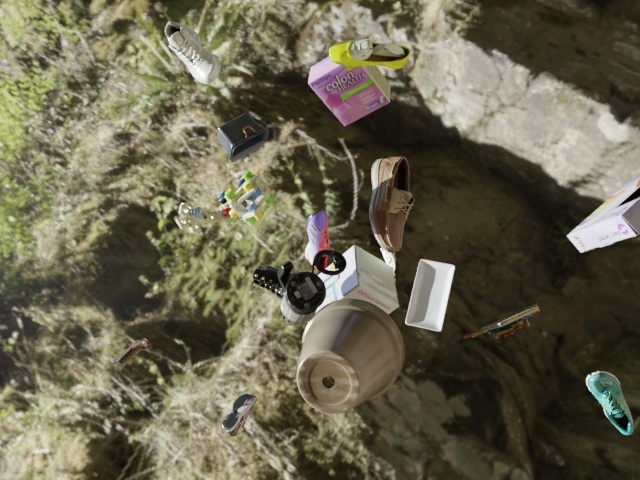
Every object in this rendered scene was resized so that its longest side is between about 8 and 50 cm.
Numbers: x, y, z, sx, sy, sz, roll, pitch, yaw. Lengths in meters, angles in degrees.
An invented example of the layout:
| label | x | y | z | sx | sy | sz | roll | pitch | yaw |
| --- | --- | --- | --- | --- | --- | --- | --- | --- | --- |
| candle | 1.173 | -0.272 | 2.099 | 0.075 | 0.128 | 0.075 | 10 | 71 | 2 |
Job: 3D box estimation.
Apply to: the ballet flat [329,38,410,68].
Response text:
| label | x | y | z | sx | sy | sz | roll | pitch | yaw |
| --- | --- | --- | --- | --- | --- | --- | --- | --- | --- |
| ballet flat | 0.139 | -0.509 | 1.664 | 0.231 | 0.077 | 0.077 | -1 | -98 | -22 |

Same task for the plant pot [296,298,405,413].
| label | x | y | z | sx | sy | sz | roll | pitch | yaw |
| --- | --- | --- | --- | --- | --- | --- | --- | --- | --- |
| plant pot | 0.063 | 0.362 | 1.826 | 0.323 | 0.323 | 0.280 | -69 | -14 | 18 |

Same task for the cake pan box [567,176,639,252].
| label | x | y | z | sx | sy | sz | roll | pitch | yaw |
| --- | --- | --- | --- | --- | --- | --- | --- | --- | --- |
| cake pan box | 0.772 | -0.084 | 1.526 | 0.246 | 0.070 | 0.267 | -41 | -4 | -10 |

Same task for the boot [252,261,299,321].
| label | x | y | z | sx | sy | sz | roll | pitch | yaw |
| --- | --- | --- | --- | --- | --- | --- | --- | --- | --- |
| boot | -0.146 | 0.165 | 2.024 | 0.236 | 0.179 | 0.085 | -69 | -3 | -58 |

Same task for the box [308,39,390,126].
| label | x | y | z | sx | sy | sz | roll | pitch | yaw |
| --- | --- | --- | --- | --- | --- | --- | --- | --- | --- |
| box | 0.113 | -0.591 | 2.344 | 0.243 | 0.214 | 0.117 | 44 | -143 | -34 |

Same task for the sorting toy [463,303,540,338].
| label | x | y | z | sx | sy | sz | roll | pitch | yaw |
| --- | --- | --- | --- | --- | --- | --- | --- | --- | --- |
| sorting toy | 0.558 | 0.252 | 1.834 | 0.275 | 0.046 | 0.132 | -20 | -10 | -14 |

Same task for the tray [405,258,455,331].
| label | x | y | z | sx | sy | sz | roll | pitch | yaw |
| --- | --- | --- | --- | --- | --- | --- | --- | --- | --- |
| tray | 0.436 | 0.216 | 2.439 | 0.030 | 0.145 | 0.270 | 40 | -117 | -65 |

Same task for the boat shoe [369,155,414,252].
| label | x | y | z | sx | sy | sz | roll | pitch | yaw |
| --- | --- | --- | --- | --- | --- | --- | --- | --- | --- |
| boat shoe | 0.231 | -0.123 | 1.953 | 0.123 | 0.116 | 0.324 | 16 | -114 | -46 |

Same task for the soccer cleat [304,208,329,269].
| label | x | y | z | sx | sy | sz | roll | pitch | yaw |
| --- | --- | --- | --- | --- | --- | --- | --- | --- | --- |
| soccer cleat | 0.000 | 0.000 | 2.645 | 0.109 | 0.116 | 0.318 | -20 | -38 | -23 |

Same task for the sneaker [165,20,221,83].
| label | x | y | z | sx | sy | sz | roll | pitch | yaw |
| --- | --- | --- | --- | --- | --- | --- | --- | --- | --- |
| sneaker | -0.365 | -0.520 | 1.707 | 0.090 | 0.232 | 0.115 | -48 | -28 | 14 |

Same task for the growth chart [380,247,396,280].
| label | x | y | z | sx | sy | sz | roll | pitch | yaw |
| --- | --- | --- | --- | --- | --- | --- | --- | --- | --- |
| growth chart | 0.247 | 0.029 | 2.282 | 0.021 | 0.172 | 0.237 | -17 | -31 | -3 |

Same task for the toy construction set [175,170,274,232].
| label | x | y | z | sx | sy | sz | roll | pitch | yaw |
| --- | --- | --- | --- | --- | --- | --- | --- | --- | --- |
| toy construction set | -0.283 | -0.104 | 1.926 | 0.151 | 0.328 | 0.215 | 60 | -147 | -27 |

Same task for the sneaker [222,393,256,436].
| label | x | y | z | sx | sy | sz | roll | pitch | yaw |
| --- | --- | --- | --- | --- | --- | --- | --- | --- | --- |
| sneaker | -0.303 | 0.657 | 2.326 | 0.178 | 0.072 | 0.077 | -46 | -41 | -37 |

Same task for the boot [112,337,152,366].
| label | x | y | z | sx | sy | sz | roll | pitch | yaw |
| --- | --- | --- | --- | --- | --- | --- | --- | --- | --- |
| boot | -0.598 | 0.359 | 1.957 | 0.114 | 0.106 | 0.037 | -41 | -75 | -38 |

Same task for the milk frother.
| label | x | y | z | sx | sy | sz | roll | pitch | yaw |
| --- | --- | --- | --- | --- | --- | --- | --- | --- | --- |
| milk frother | -0.015 | 0.099 | 1.336 | 0.143 | 0.129 | 0.135 | -11 | -16 | -13 |

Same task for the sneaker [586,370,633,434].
| label | x | y | z | sx | sy | sz | roll | pitch | yaw |
| --- | --- | --- | --- | --- | --- | --- | --- | --- | --- |
| sneaker | 1.065 | 0.588 | 2.247 | 0.107 | 0.275 | 0.110 | -32 | 14 | 20 |

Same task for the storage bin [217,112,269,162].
| label | x | y | z | sx | sy | sz | roll | pitch | yaw |
| --- | --- | --- | --- | --- | --- | --- | --- | --- | --- |
| storage bin | -0.231 | -0.308 | 1.793 | 0.135 | 0.091 | 0.098 | -36 | -13 | -27 |

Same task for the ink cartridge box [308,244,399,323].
| label | x | y | z | sx | sy | sz | roll | pitch | yaw |
| --- | --- | --- | --- | --- | --- | --- | --- | --- | --- |
| ink cartridge box | 0.111 | 0.196 | 2.218 | 0.198 | 0.197 | 0.270 | 31 | -55 | -28 |
